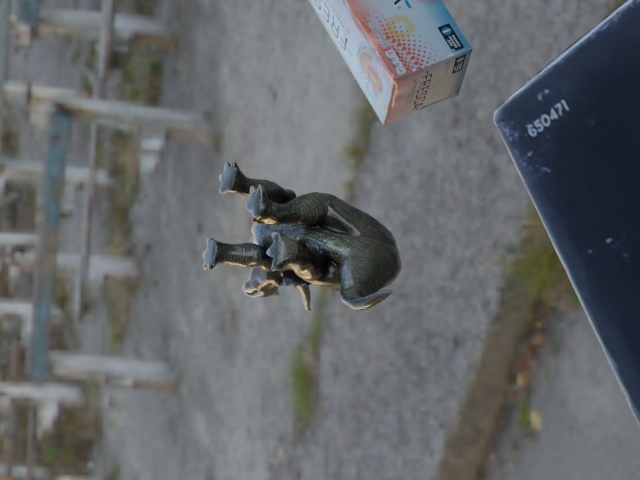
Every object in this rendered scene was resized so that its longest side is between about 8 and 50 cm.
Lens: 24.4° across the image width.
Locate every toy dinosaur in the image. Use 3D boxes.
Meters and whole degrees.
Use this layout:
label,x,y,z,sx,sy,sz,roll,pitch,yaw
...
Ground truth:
label,x,y,z,sx,sy,sz,roll,pitch,yaw
toy dinosaur,0.000,0.000,1.304,0.313,0.160,0.121,0,83,58

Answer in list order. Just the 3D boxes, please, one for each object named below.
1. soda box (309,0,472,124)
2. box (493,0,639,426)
label,x,y,z,sx,sy,sz,roll,pitch,yaw
soda box,0.029,-0.172,0.996,0.183,0.063,0.058,61,163,21
box,0.263,0.035,0.499,0.183,0.294,0.296,-39,66,44
